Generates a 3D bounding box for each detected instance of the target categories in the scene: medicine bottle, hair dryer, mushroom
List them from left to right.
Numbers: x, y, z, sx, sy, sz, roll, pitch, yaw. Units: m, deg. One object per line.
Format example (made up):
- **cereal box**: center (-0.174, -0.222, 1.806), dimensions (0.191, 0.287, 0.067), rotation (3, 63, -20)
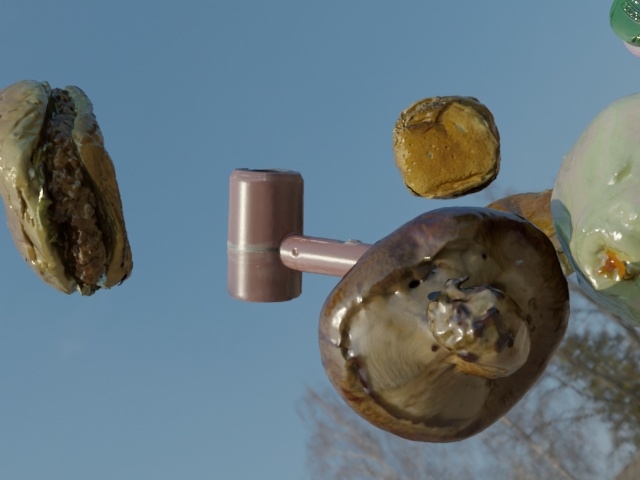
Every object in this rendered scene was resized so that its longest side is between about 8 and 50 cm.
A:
- **hair dryer**: center (0.000, 0.000, 1.531), dimensions (0.125, 0.353, 0.210), rotation (-8, -78, -52)
- **mushroom**: center (0.134, 0.105, 1.022), dimensions (0.254, 0.267, 0.267), rotation (-75, 3, -55)
- **medicine bottle**: center (0.621, -0.369, 1.718), dimensions (0.274, 0.133, 0.133), rotation (8, -60, -46)

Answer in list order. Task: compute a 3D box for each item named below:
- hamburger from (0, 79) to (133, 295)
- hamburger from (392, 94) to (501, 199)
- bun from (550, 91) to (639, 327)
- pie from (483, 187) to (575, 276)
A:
- **hamburger**: center (-0.326, -0.065, 1.201), dimensions (0.145, 0.283, 0.259), rotation (-14, -67, -21)
- **hamburger**: center (0.266, -0.199, 2.041), dimensions (0.163, 0.244, 0.244), rotation (-67, 2, -62)
- **bun**: center (0.356, -0.002, 0.995), dimensions (0.187, 0.293, 0.293), rotation (-44, -27, -32)
- **pie**: center (0.421, -0.002, 1.996), dimensions (0.339, 0.339, 0.083), rotation (-36, -64, -20)
